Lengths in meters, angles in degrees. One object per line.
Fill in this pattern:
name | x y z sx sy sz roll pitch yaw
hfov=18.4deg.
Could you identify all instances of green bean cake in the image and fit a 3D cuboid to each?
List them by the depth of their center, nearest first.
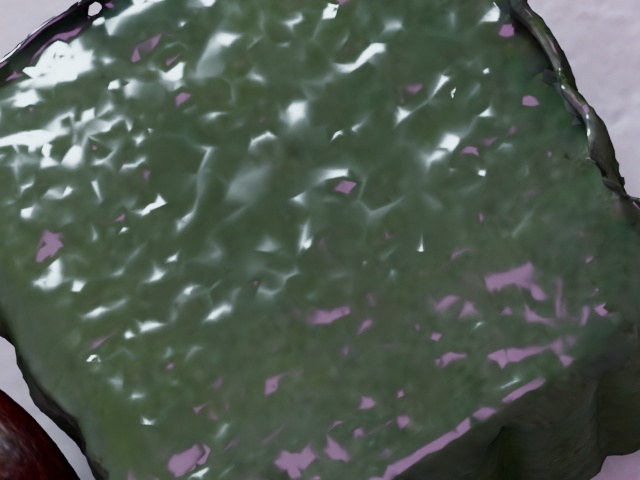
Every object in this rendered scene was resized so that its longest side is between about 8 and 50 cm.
green bean cake | 0.000 0.000 0.679 0.222 0.125 0.227 -30 68 -3

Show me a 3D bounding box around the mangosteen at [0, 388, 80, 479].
mangosteen | -0.136 0.148 0.633 0.257 0.215 0.215 26 79 -3
